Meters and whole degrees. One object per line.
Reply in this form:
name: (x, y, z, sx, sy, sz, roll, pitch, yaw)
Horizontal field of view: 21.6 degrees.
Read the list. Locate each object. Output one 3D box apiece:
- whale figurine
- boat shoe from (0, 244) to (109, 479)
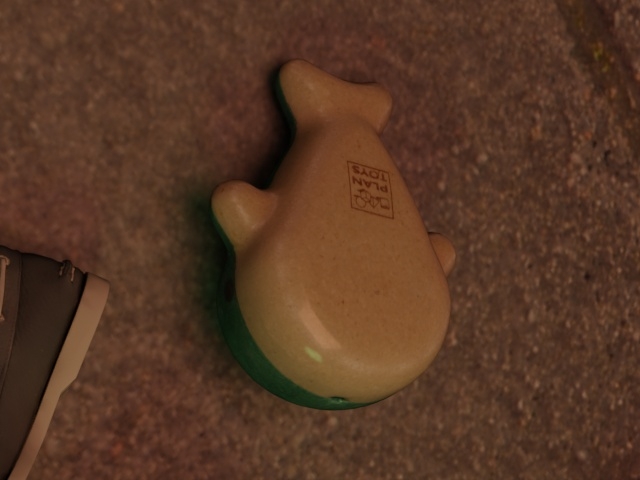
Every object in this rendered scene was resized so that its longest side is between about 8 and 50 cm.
whale figurine: (0.000, 0.000, 1.284, 0.216, 0.141, 0.272, 12, 61, -30)
boat shoe: (-0.238, 0.130, 1.103, 0.099, 0.116, 0.319, 30, 48, -10)
